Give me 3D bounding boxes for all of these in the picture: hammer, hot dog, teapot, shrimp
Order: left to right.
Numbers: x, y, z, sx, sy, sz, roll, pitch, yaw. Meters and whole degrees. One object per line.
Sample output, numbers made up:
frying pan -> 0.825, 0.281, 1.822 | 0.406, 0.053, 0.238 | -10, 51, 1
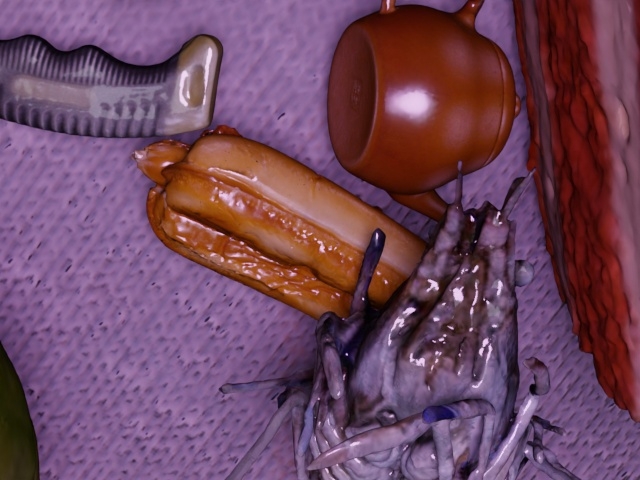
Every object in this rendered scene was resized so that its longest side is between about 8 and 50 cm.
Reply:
hammer -> -0.172, -0.095, 0.822 | 0.226, 0.041, 0.159 | 7, 104, 0
hot dog -> 0.000, 0.000, 0.858 | 0.249, 0.102, 0.076 | 28, 58, -15
shrimp -> 0.043, 0.131, 0.814 | 0.221, 0.166, 0.410 | 18, 143, 8
teapot -> 0.068, -0.087, 0.833 | 0.116, 0.116, 0.173 | 4, 105, -8

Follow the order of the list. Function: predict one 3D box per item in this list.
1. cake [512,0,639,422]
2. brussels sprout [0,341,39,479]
cake -> 0.268, -0.054, 0.757 | 0.269, 0.319, 0.270 | -12, 110, -6
brussels sprout -> -0.309, 0.164, 0.759 | 0.315, 0.276, 0.371 | 26, 93, -8
